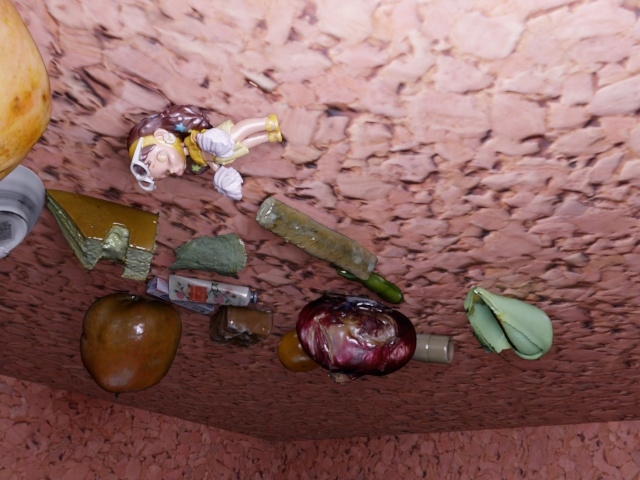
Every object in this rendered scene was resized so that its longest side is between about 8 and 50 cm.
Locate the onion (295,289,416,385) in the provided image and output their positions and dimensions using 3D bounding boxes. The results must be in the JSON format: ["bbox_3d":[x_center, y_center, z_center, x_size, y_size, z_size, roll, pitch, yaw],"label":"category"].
[{"bbox_3d":[0.090,0.252,1.515,0.313,0.233,0.314,7,180,0],"label":"onion"}]

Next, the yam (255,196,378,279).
[{"bbox_3d":[0.000,0.000,1.244,0.317,0.071,0.067,29,-171,-34],"label":"yam"}]

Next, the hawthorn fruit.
[{"bbox_3d":[-0.533,0.300,1.683,0.267,0.301,0.268,10,178,0],"label":"hawthorn fruit"}]

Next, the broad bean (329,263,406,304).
[{"bbox_3d":[0.129,0.103,1.446,0.254,0.047,0.065,29,152,-35],"label":"broad bean"}]

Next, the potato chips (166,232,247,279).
[{"bbox_3d":[-0.256,0.044,1.398,0.167,0.059,0.228,24,149,-13],"label":"potato chips"}]

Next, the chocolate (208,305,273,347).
[{"bbox_3d":[-0.239,0.256,1.767,0.148,0.093,0.214,18,151,-20],"label":"chocolate"}]

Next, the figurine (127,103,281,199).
[{"bbox_3d":[-0.182,-0.148,0.945,0.239,0.116,0.175,-2,155,3],"label":"figurine"}]

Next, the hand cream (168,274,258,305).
[{"bbox_3d":[-0.282,0.136,1.585,0.233,0.050,0.080,7,118,-2],"label":"hand cream"}]

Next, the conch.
[{"bbox_3d":[0.455,0.214,1.494,0.250,0.137,0.143,14,153,-15],"label":"conch"}]

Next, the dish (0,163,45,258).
[{"bbox_3d":[-0.639,-0.032,1.139,0.260,0.085,0.260,-30,158,-14],"label":"dish"}]

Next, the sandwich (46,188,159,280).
[{"bbox_3d":[-0.454,-0.018,1.244,0.235,0.128,0.122,15,144,-19],"label":"sandwich"}]

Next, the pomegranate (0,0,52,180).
[{"bbox_3d":[-0.512,-0.204,0.728,0.337,0.339,0.338,5,153,2],"label":"pomegranate"}]

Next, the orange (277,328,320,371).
[{"bbox_3d":[-0.057,0.333,1.849,0.156,0.124,0.156,-6,141,-5],"label":"orange"}]

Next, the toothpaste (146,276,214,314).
[{"bbox_3d":[-0.380,0.154,1.654,0.047,0.040,0.196,-23,142,37],"label":"toothpaste"}]

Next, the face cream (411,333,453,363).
[{"bbox_3d":[0.227,0.319,1.825,0.341,0.084,0.137,-1,163,28],"label":"face cream"}]
